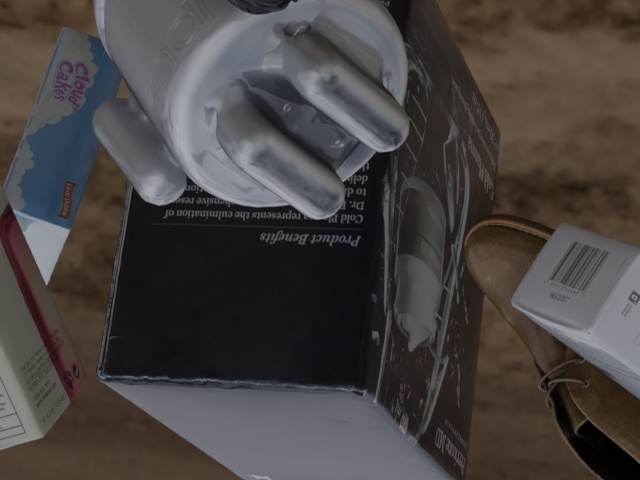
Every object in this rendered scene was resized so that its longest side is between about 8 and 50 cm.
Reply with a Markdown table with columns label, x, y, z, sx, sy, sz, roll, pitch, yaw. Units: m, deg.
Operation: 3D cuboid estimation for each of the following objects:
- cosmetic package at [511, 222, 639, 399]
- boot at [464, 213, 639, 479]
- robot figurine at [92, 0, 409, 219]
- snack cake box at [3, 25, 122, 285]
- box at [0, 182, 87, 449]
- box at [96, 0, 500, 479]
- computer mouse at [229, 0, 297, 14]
| label | x | y | z | sx | sy | sz | roll | pitch | yaw |
| --- | --- | --- | --- | --- | --- | --- | --- | --- | --- |
| cosmetic package | 0.271 | 0.084 | 1.429 | 0.231 | 0.085 | 0.117 | 37 | 174 | -27 |
| boot | 0.225 | 0.102 | 1.572 | 0.305 | 0.115 | 0.112 | 45 | 141 | 12 |
| robot figurine | -0.061 | -0.164 | 1.464 | 0.200 | 0.300 | 0.353 | 40 | -171 | -41 |
| snack cake box | -0.312 | -0.099 | 2.147 | 0.089 | 0.264 | 0.152 | 19 | 148 | -9 |
| box | -0.327 | 0.064 | 1.600 | 0.149 | 0.232 | 0.127 | -16 | -164 | 19 |
| box | 0.000 | 0.000 | 2.038 | 0.297 | 0.471 | 0.480 | 3 | 162 | 18 |
| computer mouse | -0.012 | -0.277 | 1.214 | 0.184 | 0.262 | 0.060 | 40 | 174 | -25 |
